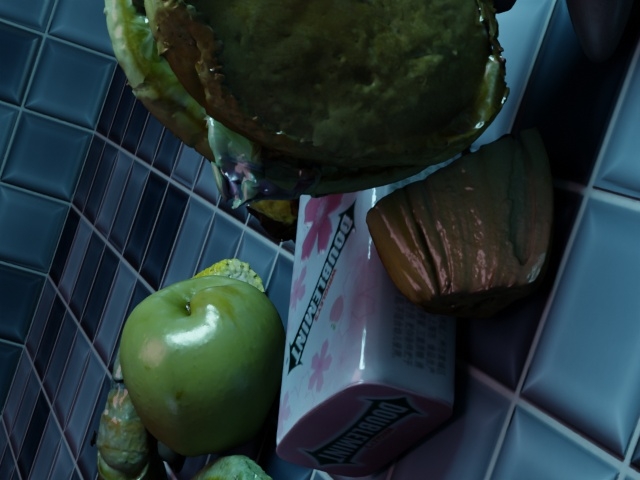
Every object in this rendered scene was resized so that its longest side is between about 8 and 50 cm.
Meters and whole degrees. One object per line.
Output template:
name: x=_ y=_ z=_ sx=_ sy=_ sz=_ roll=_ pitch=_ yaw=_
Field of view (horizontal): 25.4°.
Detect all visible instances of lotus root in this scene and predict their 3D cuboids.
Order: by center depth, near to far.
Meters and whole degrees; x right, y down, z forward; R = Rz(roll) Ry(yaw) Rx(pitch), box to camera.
lotus root: x=0.122 y=0.000 z=1.143 sx=0.159 sy=0.095 sz=0.135 roll=-17 pitch=60 yaw=19

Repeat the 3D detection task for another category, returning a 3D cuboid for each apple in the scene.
apple: x=-0.128 y=0.133 z=1.546 sx=0.200 sy=0.200 sz=0.200 roll=-53 pitch=27 yaw=43

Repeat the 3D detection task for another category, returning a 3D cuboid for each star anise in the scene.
star anise: x=0.001 y=0.003 z=1.487 sx=0.144 sy=0.158 sz=0.140 roll=62 pitch=153 yaw=18

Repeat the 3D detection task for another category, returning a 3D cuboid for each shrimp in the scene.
shrimp: x=-0.207 y=0.254 z=1.722 sx=0.247 sy=0.085 sz=0.360 roll=-65 pitch=-22 yaw=-65

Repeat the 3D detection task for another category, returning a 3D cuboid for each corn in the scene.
corn: x=-0.140 y=0.080 z=1.776 sx=0.248 sy=0.081 sz=0.081 roll=148 pitch=136 yaw=-63

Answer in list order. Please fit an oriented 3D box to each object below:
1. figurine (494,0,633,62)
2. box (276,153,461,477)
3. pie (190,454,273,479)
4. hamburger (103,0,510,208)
figurine: x=0.216 y=-0.300 z=0.988 sx=0.361 sy=0.266 sz=0.377 roll=-92 pitch=-10 yaw=-64
box: x=0.046 y=0.009 z=1.291 sx=0.190 sy=0.112 sz=0.369 roll=-46 pitch=33 yaw=49
pie: x=-0.114 y=0.366 z=1.485 sx=0.302 sy=0.067 sz=0.302 roll=-52 pitch=29 yaw=45
hamburger: x=-0.018 y=-0.187 z=1.080 sx=0.195 sy=0.277 sz=0.317 roll=174 pitch=81 yaw=-73
